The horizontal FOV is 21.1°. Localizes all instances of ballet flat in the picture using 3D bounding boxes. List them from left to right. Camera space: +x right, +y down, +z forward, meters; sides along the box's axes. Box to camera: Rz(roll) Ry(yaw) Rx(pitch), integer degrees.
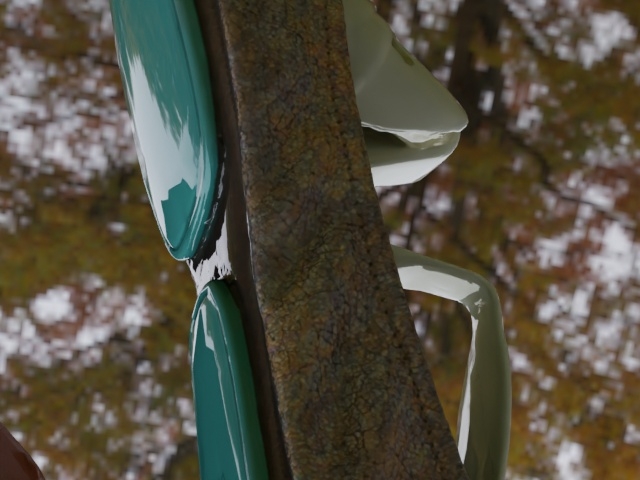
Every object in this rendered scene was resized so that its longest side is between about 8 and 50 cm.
[{"bbox_3d":[0.000,0.000,0.559,0.106,0.316,0.107,-5,162,-19],"label":"ballet flat"}]

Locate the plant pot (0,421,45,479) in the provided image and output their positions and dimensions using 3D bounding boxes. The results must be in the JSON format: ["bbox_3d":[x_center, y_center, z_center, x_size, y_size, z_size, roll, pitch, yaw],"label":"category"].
[{"bbox_3d":[-0.285,0.178,0.945,0.236,0.267,0.267,-35,-152,0],"label":"plant pot"}]
